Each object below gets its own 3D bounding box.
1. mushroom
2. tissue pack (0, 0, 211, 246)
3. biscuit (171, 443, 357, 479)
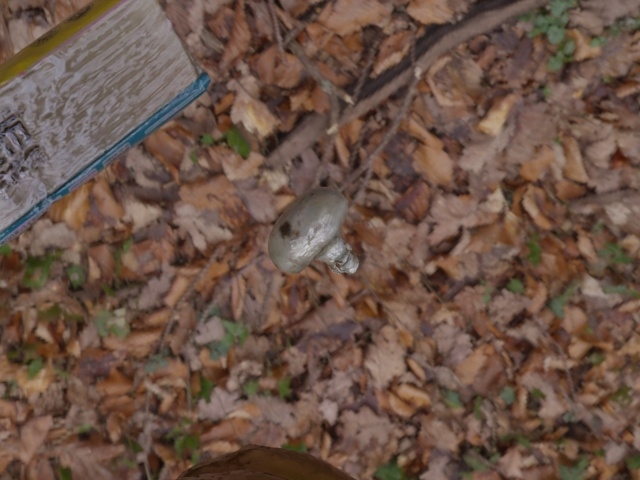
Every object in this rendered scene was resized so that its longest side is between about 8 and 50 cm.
[{"bbox_3d":[0.000,0.000,0.817,0.079,0.085,0.085,41,98,-2],"label":"mushroom"},{"bbox_3d":[-0.159,-0.070,0.571,0.169,0.120,0.082,-40,102,-13],"label":"tissue pack"},{"bbox_3d":[0.030,0.227,0.354,0.107,0.326,0.326,-24,123,11],"label":"biscuit"}]
